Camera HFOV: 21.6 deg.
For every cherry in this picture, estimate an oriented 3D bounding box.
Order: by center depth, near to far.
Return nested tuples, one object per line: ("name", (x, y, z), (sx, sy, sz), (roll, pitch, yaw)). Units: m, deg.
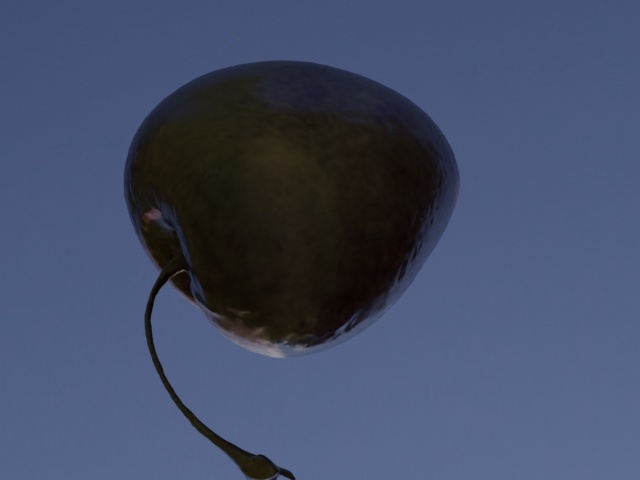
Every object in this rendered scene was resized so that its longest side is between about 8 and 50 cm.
("cherry", (0.005, 0.001, 0.663), (0.148, 0.188, 0.115), (8, -66, -40))
